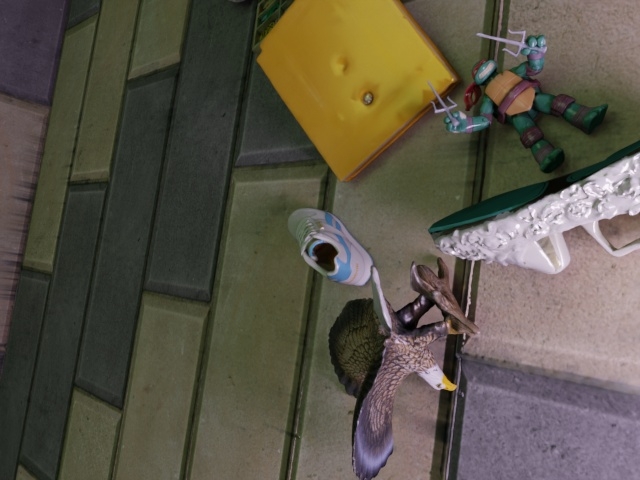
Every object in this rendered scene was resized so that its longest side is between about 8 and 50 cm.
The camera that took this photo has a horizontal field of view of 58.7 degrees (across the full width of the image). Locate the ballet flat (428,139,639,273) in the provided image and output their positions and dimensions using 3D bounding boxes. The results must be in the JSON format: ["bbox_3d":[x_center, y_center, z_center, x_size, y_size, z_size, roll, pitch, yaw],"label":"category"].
[{"bbox_3d":[0.328,-0.029,0.735,0.409,0.147,0.147,-25,64,38],"label":"ballet flat"}]

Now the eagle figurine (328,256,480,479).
[{"bbox_3d":[0.103,0.186,0.864,0.298,0.226,0.225,-48,72,20],"label":"eagle figurine"}]

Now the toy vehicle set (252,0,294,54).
[{"bbox_3d":[-0.047,-0.538,1.250,0.267,0.035,0.166,-28,48,37],"label":"toy vehicle set"}]

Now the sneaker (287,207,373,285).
[{"bbox_3d":[0.000,0.000,1.070,0.229,0.092,0.087,40,111,43],"label":"sneaker"}]

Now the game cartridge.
[{"bbox_3d":[0.052,-0.318,1.040,0.285,0.053,0.323,-40,77,31],"label":"game cartridge"}]

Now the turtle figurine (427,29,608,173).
[{"bbox_3d":[0.280,-0.212,0.827,0.234,0.118,0.175,47,123,25],"label":"turtle figurine"}]

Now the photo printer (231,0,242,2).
[{"bbox_3d":[-0.194,-0.767,1.423,0.307,0.107,0.256,-50,51,24],"label":"photo printer"}]
